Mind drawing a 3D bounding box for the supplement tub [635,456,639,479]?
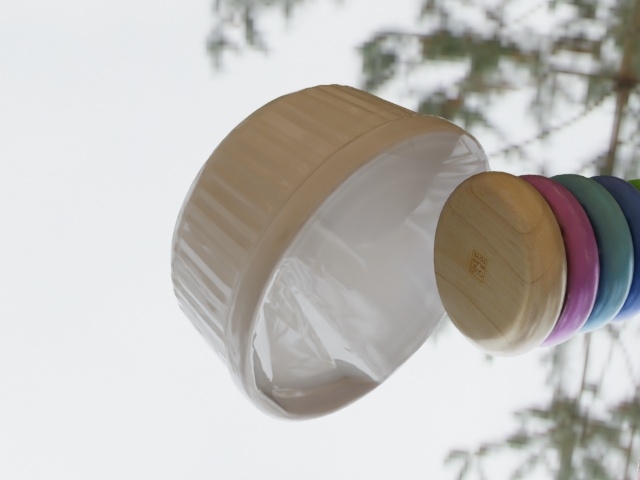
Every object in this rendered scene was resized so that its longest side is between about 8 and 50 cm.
[{"bbox_3d":[0.143,0.120,0.570,0.106,0.198,0.106,10,-175,-1],"label":"supplement tub"}]

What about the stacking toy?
[{"bbox_3d":[0.256,0.002,1.438,0.330,0.141,0.141,-7,-145,-32],"label":"stacking toy"}]

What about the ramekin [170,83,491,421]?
[{"bbox_3d":[0.000,0.000,1.448,0.273,0.273,0.127,-28,-130,-36],"label":"ramekin"}]
